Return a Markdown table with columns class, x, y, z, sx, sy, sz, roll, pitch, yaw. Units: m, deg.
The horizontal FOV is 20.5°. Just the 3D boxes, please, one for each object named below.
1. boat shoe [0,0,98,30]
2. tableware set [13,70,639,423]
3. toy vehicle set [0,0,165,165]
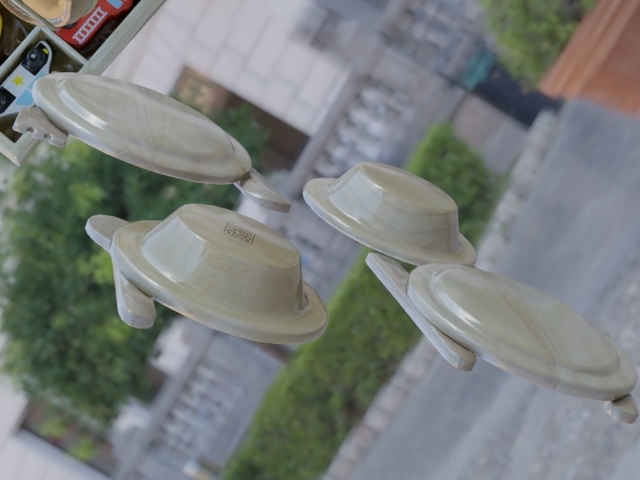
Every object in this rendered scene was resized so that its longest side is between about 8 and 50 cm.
| class | x | y | z | sx | sy | sz | roll | pitch | yaw |
| --- | --- | --- | --- | --- | --- | --- | --- | --- | --- |
| boat shoe | -0.223 | -0.223 | 1.159 | 0.285 | 0.105 | 0.089 | 65 | -147 | -55 |
| tableware set | 0.000 | 0.000 | 0.469 | 0.020 | 0.169 | 0.141 | -67 | 25 | 18 |
| toy vehicle set | -0.210 | -0.210 | 1.366 | 0.267 | 0.166 | 0.035 | -51 | -3 | -12 |
